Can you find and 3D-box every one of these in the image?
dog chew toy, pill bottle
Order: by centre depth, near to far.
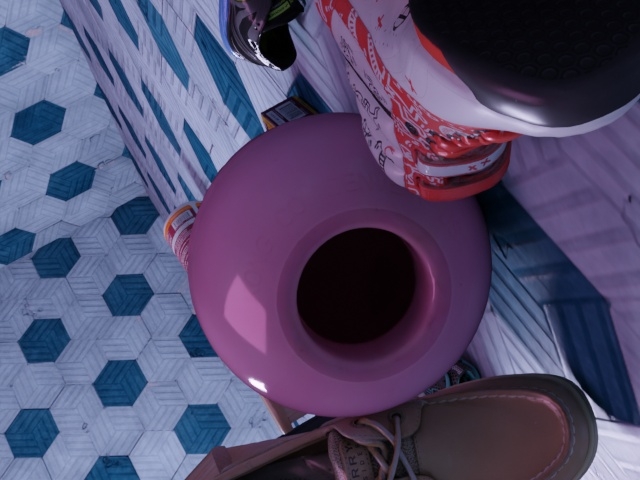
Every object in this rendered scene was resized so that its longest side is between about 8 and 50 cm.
[{"bbox_3d":[0.000,0.000,0.754,0.207,0.206,0.332,64,177,-15],"label":"dog chew toy"},{"bbox_3d":[-0.224,0.028,2.010,0.221,0.121,0.121,53,166,38],"label":"pill bottle"}]

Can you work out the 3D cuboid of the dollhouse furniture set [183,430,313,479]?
[{"bbox_3d":[0.043,0.375,0.872,0.362,0.256,0.394,-51,54,39],"label":"dollhouse furniture set"}]

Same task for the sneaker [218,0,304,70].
[{"bbox_3d":[-0.049,-0.211,0.800,0.078,0.067,0.188,31,155,24],"label":"sneaker"}]

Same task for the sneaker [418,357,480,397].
[{"bbox_3d":[0.114,0.122,0.910,0.166,0.065,0.076,54,151,16],"label":"sneaker"}]

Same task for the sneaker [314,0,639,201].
[{"bbox_3d":[0.078,-0.073,0.472,0.270,0.090,0.145,51,167,55],"label":"sneaker"}]

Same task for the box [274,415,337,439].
[{"bbox_3d":[-0.002,0.427,1.555,0.295,0.293,0.073,51,166,44],"label":"box"}]

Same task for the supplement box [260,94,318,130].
[{"bbox_3d":[-0.019,-0.092,0.976,0.055,0.043,0.083,44,161,52],"label":"supplement box"}]

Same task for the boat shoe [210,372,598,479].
[{"bbox_3d":[0.044,0.168,0.702,0.098,0.302,0.109,25,-131,-60],"label":"boat shoe"}]

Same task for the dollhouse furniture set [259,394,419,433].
[{"bbox_3d":[-0.020,0.117,1.172,0.303,0.174,0.355,60,169,5],"label":"dollhouse furniture set"}]
